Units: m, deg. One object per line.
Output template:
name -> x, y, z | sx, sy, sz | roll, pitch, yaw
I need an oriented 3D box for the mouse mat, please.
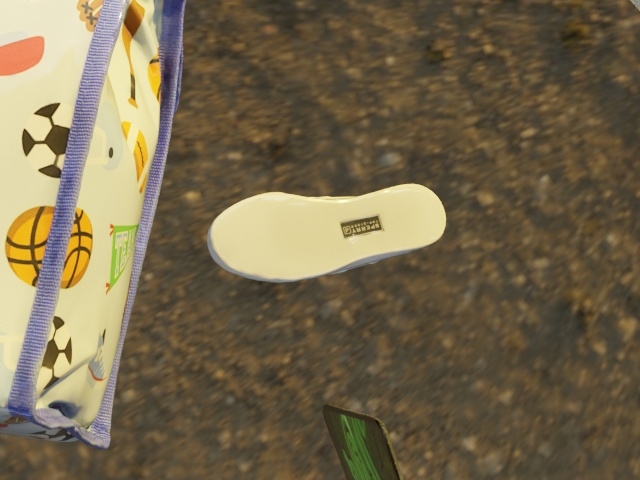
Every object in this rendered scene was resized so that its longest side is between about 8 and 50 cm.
mouse mat -> 0.047, 0.185, 1.061 | 0.007, 0.152, 0.190 | -19, 92, -12

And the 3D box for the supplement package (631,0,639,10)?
supplement package -> 0.305, -0.248, 1.313 | 0.203, 0.194, 0.149 | -30, 49, 24

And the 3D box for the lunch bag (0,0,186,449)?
lunch bag -> -0.272, -0.077, 1.246 | 0.327, 0.239, 0.385 | 7, 79, 7

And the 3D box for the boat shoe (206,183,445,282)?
boat shoe -> 0.000, 0.000, 1.895 | 0.258, 0.084, 0.095 | -3, 77, -24
